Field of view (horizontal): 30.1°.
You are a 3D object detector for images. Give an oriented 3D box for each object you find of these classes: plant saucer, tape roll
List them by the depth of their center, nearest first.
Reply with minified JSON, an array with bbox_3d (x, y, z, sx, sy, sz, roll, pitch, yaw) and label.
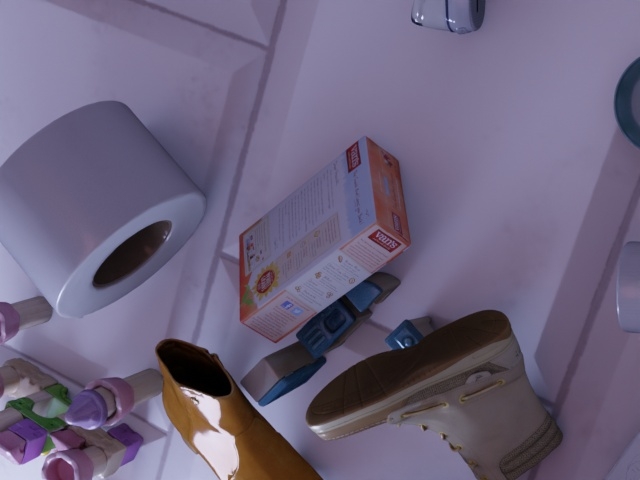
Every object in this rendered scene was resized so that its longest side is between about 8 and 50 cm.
[{"bbox_3d":[0.382,-0.151,1.299,0.119,0.021,0.119,5,102,27],"label":"plant saucer"},{"bbox_3d":[-0.293,-0.040,1.549,0.169,0.246,0.246,49,117,12],"label":"tape roll"}]

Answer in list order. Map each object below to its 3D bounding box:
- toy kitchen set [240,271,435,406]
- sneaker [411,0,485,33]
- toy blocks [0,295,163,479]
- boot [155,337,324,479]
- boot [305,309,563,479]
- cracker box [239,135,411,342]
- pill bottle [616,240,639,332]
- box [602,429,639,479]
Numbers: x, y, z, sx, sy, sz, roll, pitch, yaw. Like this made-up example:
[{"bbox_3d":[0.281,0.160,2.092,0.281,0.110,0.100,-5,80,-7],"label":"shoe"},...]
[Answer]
[{"bbox_3d":[0.040,0.161,1.477,0.166,0.122,0.207,49,117,12],"label":"toy kitchen set"},{"bbox_3d":[0.137,-0.365,1.351,0.091,0.094,0.258,5,102,23],"label":"sneaker"},{"bbox_3d":[-0.426,0.279,1.665,0.289,0.260,0.308,29,111,20],"label":"toy blocks"},{"bbox_3d":[-0.097,0.257,1.524,0.295,0.104,0.211,32,151,25],"label":"boot"},{"bbox_3d":[0.135,0.215,1.394,0.262,0.095,0.203,-27,117,7],"label":"boot"},{"bbox_3d":[0.000,0.000,1.454,0.067,0.155,0.232,34,124,-31],"label":"cracker box"},{"bbox_3d":[0.433,0.054,1.251,0.221,0.121,0.121,3,100,27],"label":"pill bottle"},{"bbox_3d":[0.411,0.243,1.312,0.130,0.091,0.170,37,114,18],"label":"box"}]
